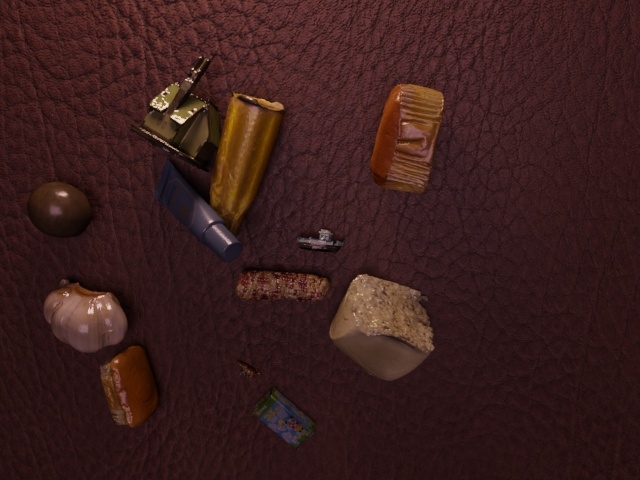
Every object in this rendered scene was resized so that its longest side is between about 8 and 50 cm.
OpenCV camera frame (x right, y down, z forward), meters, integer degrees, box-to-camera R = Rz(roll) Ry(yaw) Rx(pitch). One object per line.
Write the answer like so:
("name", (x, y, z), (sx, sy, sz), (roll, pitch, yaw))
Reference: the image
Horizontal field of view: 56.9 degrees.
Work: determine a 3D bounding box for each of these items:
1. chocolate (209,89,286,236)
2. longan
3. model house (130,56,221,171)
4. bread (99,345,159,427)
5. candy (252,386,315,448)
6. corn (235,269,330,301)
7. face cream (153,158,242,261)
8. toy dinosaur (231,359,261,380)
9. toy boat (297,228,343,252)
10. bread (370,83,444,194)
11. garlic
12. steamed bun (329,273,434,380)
("chocolate", (-0.240, -0.195, 1.682), (0.162, 0.162, 0.446), (20, 108, -1))
("longan", (-0.776, -0.082, 1.767), (0.184, 0.159, 0.204), (7, 145, 19))
("model house", (-0.353, -0.360, 1.651), (0.204, 0.218, 0.279), (30, 88, 5))
("bread", (-0.609, 0.465, 1.885), (0.121, 0.174, 0.246), (-9, 97, 12))
("candy", (-0.117, 0.581, 1.929), (0.194, 0.062, 0.097), (43, 105, -7))
("corn", (-0.115, 0.142, 1.796), (0.289, 0.098, 0.098), (4, 105, 1))
("face cream", (-0.359, -0.077, 1.679), (0.385, 0.086, 0.136), (42, 118, 30))
("toy dinosaur", (-0.245, 0.422, 1.915), (0.113, 0.026, 0.041), (27, 99, -12))
("toy boat", (0.000, 0.000, 1.769), (0.139, 0.059, 0.066), (7, 79, 5))
("bread", (0.224, -0.273, 1.597), (0.156, 0.204, 0.288), (10, 110, -2))
("garlic", (-0.737, 0.258, 1.837), (0.280, 0.185, 0.203), (9, 122, 2))
("steamed bun", (0.174, 0.271, 1.717), (0.290, 0.272, 0.274), (31, 106, 0))
